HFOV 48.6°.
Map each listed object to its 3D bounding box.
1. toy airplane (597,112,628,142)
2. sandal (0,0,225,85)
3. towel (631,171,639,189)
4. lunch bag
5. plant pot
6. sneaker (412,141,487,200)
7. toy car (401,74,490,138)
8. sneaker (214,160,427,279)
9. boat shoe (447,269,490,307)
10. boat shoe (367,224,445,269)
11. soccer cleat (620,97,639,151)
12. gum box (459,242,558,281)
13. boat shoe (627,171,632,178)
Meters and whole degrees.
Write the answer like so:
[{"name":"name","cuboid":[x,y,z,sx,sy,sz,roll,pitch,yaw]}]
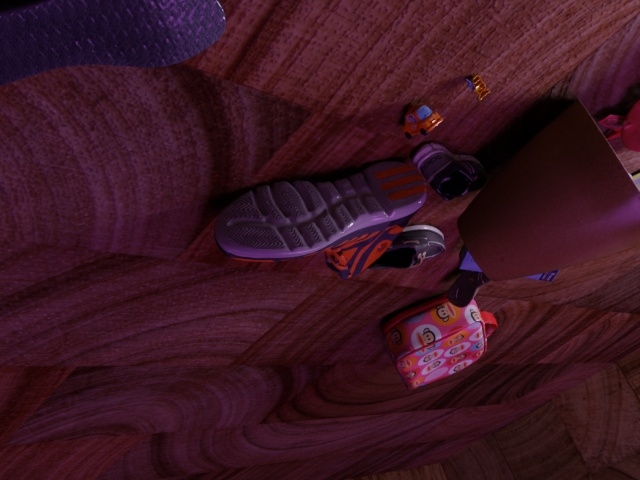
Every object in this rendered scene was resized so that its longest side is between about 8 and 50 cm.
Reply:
[{"name":"toy airplane","cuboid":[0.499,-0.180,1.190,0.151,0.028,0.151,-12,148,-8]},{"name":"sandal","cuboid":[-0.214,-0.201,0.632,0.254,0.054,0.097,-9,143,-5]},{"name":"towel","cuboid":[0.627,-0.115,1.413,0.060,0.009,0.083,-26,151,8]},{"name":"lunch bag","cuboid":[0.285,0.228,1.636,0.258,0.120,0.293,-23,151,0]},{"name":"plant pot","cuboid":[0.349,-0.050,1.096,0.254,0.237,0.237,-32,150,22]},{"name":"sneaker","cuboid":[0.207,-0.093,1.080,0.063,0.075,0.170,-39,148,28]},{"name":"toy car","cuboid":[0.161,-0.184,0.953,0.122,0.060,0.040,-36,109,-10]},{"name":"sneaker","cuboid":[0.000,0.000,1.039,0.321,0.125,0.180,-12,149,-19]},{"name":"boat shoe","cuboid":[0.327,0.062,1.459,0.178,0.064,0.060,-56,171,34]},{"name":"boat shoe","cuboid":[0.137,0.018,1.225,0.227,0.069,0.081,2,143,-38]},{"name":"soccer cleat","cuboid":[0.561,-0.235,1.077,0.095,0.083,0.248,-15,145,-42]},{"name":"gum box","cuboid":[0.368,0.010,1.323,0.184,0.041,0.157,8,146,-1]},{"name":"boat shoe","cuboid":[0.569,-0.092,1.381,0.040,0.049,0.142,-47,161,-29]}]
